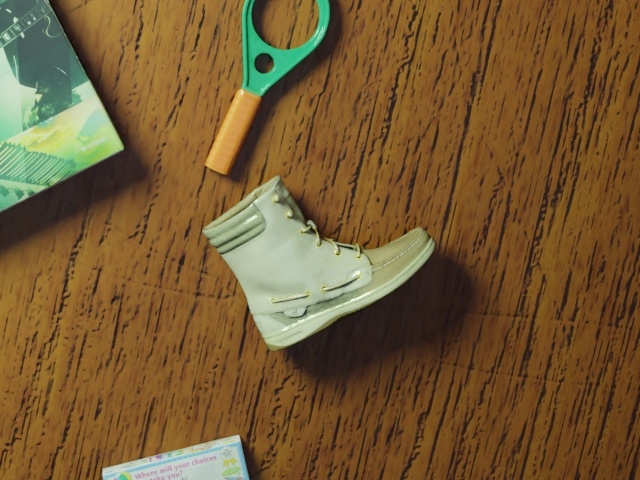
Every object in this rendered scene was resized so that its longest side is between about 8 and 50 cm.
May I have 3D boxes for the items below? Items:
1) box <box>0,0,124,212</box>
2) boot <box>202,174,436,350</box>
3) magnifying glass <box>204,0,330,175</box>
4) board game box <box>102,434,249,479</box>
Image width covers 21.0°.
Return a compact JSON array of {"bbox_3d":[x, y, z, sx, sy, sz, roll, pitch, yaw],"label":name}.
[{"bbox_3d":[-0.374,-0.184,1.775,0.232,0.058,0.322,-27,102,-1],"label":"box"},{"bbox_3d":[0.000,0.000,1.837,0.213,0.077,0.165,-29,99,2],"label":"boot"},{"bbox_3d":[-0.063,-0.179,1.830,0.092,0.026,0.231,23,94,-10],"label":"magnifying glass"},{"bbox_3d":[-0.151,0.282,1.889,0.154,0.026,0.103,-13,100,-4],"label":"board game box"}]
